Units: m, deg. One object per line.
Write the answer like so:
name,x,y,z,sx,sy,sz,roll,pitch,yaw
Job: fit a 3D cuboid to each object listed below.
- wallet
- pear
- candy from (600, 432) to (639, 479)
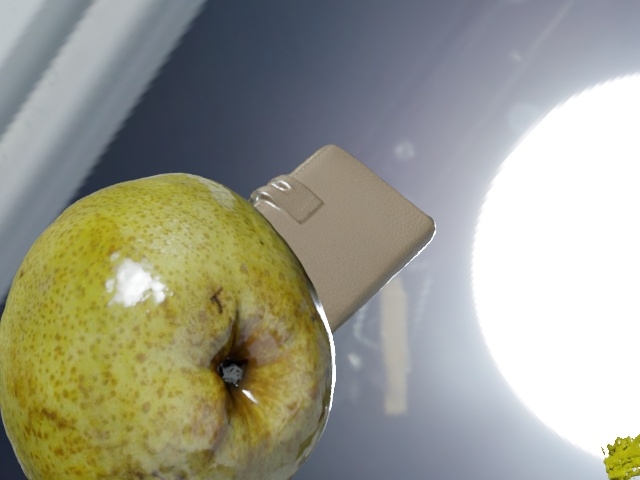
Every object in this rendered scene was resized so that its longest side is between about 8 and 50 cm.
wallet,0.000,0.000,1.270,0.153,0.118,0.039,-40,-13,-35
pear,-0.091,0.071,1.075,0.188,0.211,0.228,15,-95,-43
candy,0.275,0.289,1.359,0.081,0.187,0.297,7,-107,-19
